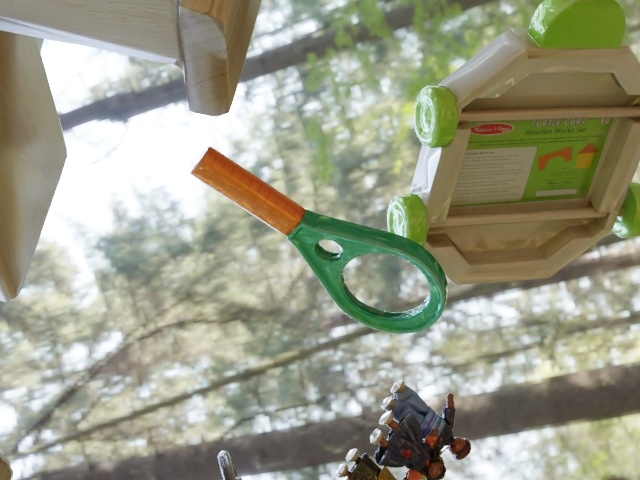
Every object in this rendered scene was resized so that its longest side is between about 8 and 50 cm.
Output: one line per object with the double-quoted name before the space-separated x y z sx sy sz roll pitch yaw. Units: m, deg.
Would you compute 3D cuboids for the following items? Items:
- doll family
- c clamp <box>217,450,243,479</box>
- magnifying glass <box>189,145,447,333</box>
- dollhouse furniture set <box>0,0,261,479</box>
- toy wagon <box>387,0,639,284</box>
"doll family" 0.089 0.239 1.305 0.111 0.076 0.193 37 -99 -9
"c clamp" -0.026 0.199 0.690 0.137 0.022 0.161 -124 15 -78
"magnifying glass" 0.000 0.000 0.984 0.231 0.092 0.026 35 -139 -11
"dollhouse furniture set" -0.147 -0.091 0.634 0.394 0.256 0.362 95 -173 -64
"toy wagon" 0.210 -0.105 1.158 0.068 0.267 0.344 -118 32 -47
